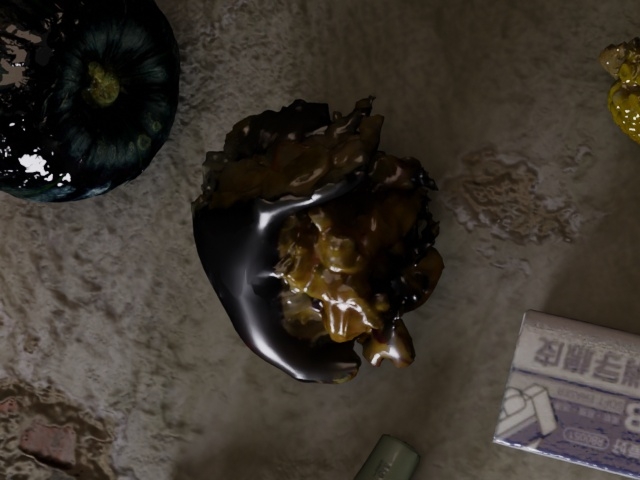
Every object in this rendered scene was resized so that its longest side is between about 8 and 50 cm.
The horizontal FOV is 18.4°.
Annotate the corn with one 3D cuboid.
[{"bbox_3d":[0.349,-0.086,1.726,0.262,0.097,0.097,40,93,12],"label":"corn"}]

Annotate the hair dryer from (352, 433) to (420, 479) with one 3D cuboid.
[{"bbox_3d":[-0.011,0.244,1.789,0.219,0.088,0.225,-41,59,-2],"label":"hair dryer"}]

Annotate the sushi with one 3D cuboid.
[{"bbox_3d":[0.005,0.000,1.760,0.200,0.204,0.213,-8,39,37],"label":"sushi"}]

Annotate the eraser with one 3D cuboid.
[{"bbox_3d":[0.268,0.143,1.725,0.210,0.068,0.124,13,85,15],"label":"eraser"}]

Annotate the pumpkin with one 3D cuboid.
[{"bbox_3d":[-0.239,-0.147,1.814,0.163,0.233,0.233,10,83,49],"label":"pumpkin"}]
